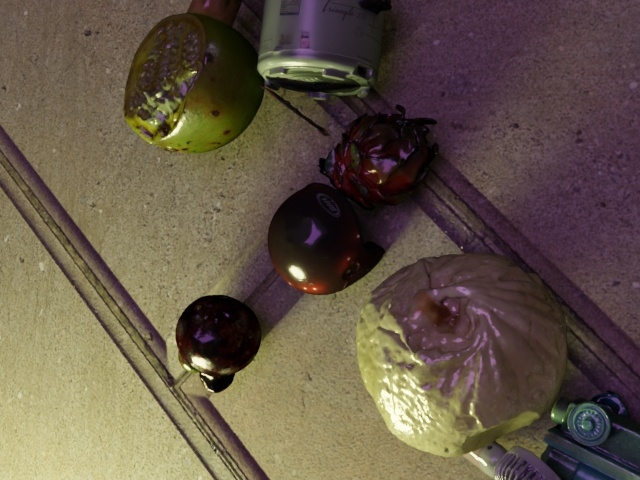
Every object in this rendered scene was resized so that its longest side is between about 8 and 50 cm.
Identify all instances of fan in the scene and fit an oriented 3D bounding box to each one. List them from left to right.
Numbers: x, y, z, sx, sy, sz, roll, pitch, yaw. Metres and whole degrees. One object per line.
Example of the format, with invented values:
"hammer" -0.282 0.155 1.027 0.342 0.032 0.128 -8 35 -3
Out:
"fan" 0.305 0.370 1.560 0.074 0.130 0.244 -41 40 -15

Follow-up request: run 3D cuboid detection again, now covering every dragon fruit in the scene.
"dragon fruit" 0.106 -0.146 1.712 0.188 0.182 0.182 -30 66 61

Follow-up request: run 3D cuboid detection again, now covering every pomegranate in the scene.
"pomegranate" -0.217 -0.328 1.864 0.309 0.216 0.359 7 73 54

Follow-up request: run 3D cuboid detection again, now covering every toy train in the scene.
"toy train" 0.485 0.363 1.485 0.298 0.120 0.194 24 105 32

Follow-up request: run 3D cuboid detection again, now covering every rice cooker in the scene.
"rice cooker" 0.005 -0.389 1.753 0.280 0.241 0.227 1 84 44

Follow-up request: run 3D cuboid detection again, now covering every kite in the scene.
"kite" -0.050 -0.250 1.801 0.009 0.189 0.232 -53 40 8

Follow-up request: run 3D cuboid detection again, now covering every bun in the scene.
"bun" 0.210 0.164 1.548 0.349 0.227 0.352 -51 48 -3

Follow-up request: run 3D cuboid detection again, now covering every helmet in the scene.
"helmet" 0.000 0.000 1.745 0.189 0.193 0.216 48 147 24

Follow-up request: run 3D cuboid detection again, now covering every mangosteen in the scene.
"mangosteen" -0.195 0.196 1.829 0.172 0.172 0.184 12 114 27
